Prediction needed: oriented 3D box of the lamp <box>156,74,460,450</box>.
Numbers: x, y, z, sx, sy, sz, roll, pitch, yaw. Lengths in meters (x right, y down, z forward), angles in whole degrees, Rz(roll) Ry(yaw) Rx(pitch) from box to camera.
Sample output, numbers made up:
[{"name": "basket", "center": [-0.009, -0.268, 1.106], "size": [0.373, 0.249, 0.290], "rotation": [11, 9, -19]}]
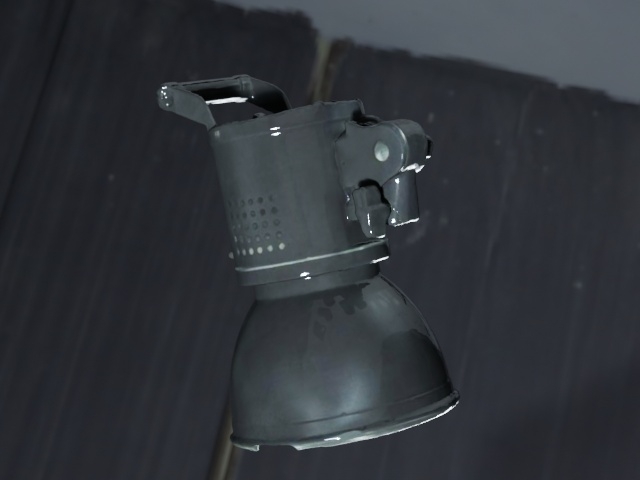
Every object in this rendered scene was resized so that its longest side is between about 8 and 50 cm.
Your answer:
[{"name": "lamp", "center": [0.000, 0.000, 0.865], "size": [0.172, 0.227, 0.147], "rotation": [-7, -175, 44]}]
